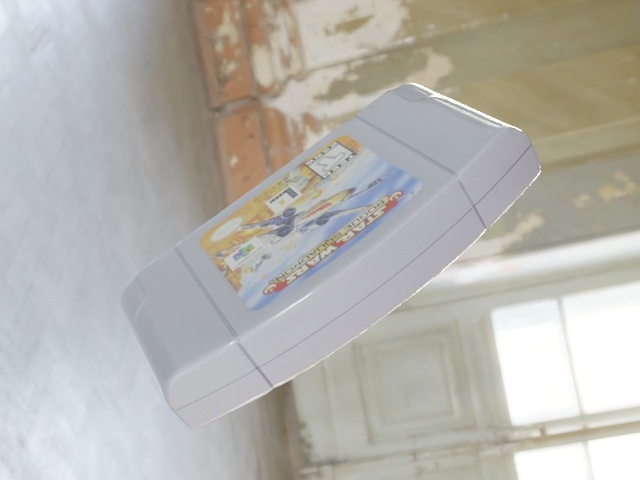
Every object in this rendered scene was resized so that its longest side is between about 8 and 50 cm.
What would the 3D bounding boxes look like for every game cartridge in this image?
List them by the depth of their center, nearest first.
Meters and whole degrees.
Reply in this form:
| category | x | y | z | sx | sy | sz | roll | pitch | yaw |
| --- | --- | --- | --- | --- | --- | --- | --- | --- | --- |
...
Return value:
| category | x | y | z | sx | sy | sz | roll | pitch | yaw |
| --- | --- | --- | --- | --- | --- | --- | --- | --- | --- |
| game cartridge | 0.000 | 0.000 | 0.780 | 0.062 | 0.297 | 0.198 | 56 | -6 | -22 |
